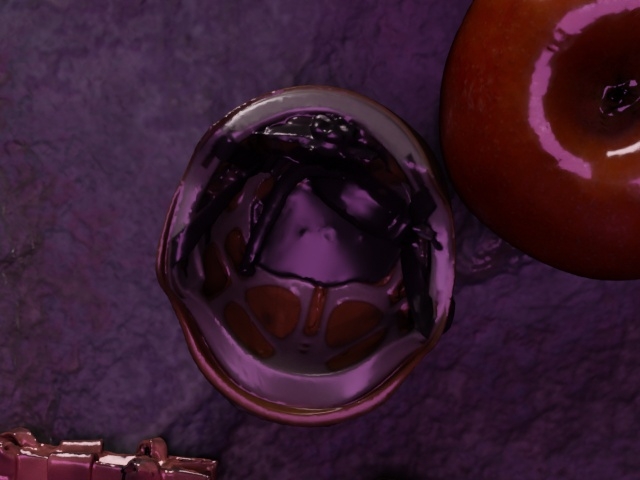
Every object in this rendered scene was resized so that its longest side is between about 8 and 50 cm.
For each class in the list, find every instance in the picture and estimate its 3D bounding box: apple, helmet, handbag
[{"bbox_3d":[0.181,-0.084,0.634,0.218,0.201,0.218,2,97,14],"label":"apple"},{"bbox_3d":[0.000,0.000,0.695,0.198,0.130,0.224,12,112,10],"label":"helmet"},{"bbox_3d":[-0.187,0.225,0.775,0.212,0.059,0.157,5,98,4],"label":"handbag"}]

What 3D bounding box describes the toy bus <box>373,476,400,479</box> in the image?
[{"bbox_3d":[0.036,0.319,0.697,0.139,0.157,0.289,25,87,2],"label":"toy bus"}]
